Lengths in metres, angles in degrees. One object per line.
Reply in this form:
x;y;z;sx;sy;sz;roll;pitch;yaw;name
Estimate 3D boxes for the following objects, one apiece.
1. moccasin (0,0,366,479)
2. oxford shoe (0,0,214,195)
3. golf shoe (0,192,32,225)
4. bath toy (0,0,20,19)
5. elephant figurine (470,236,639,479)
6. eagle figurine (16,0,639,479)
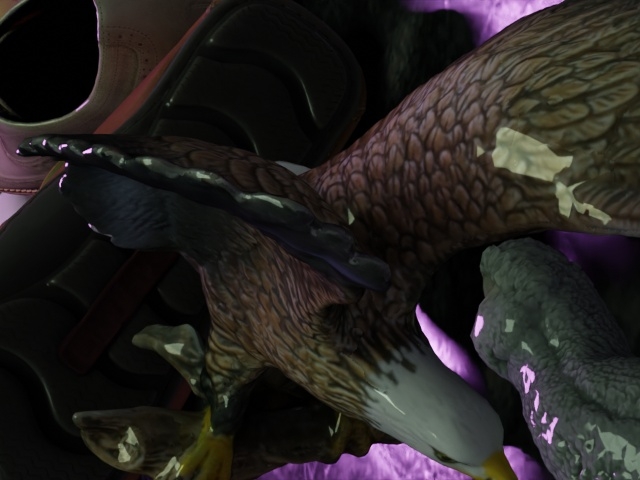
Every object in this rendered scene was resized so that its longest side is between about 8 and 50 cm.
-0.126;0.039;0.882;0.380;0.139;0.147;-58;5;-17;moccasin
-0.165;-0.104;1.082;0.348;0.130;0.123;-23;76;52;oxford shoe
-0.149;0.026;1.178;0.120;0.105;0.273;-52;36;17;golf shoe
-0.275;-0.170;1.414;0.348;0.129;0.151;-108;32;-41;bath toy
0.148;0.089;0.435;0.169;0.186;0.239;-31;22;21;elephant figurine
0.010;0.006;0.676;0.298;0.225;0.226;108;-177;-51;eagle figurine
